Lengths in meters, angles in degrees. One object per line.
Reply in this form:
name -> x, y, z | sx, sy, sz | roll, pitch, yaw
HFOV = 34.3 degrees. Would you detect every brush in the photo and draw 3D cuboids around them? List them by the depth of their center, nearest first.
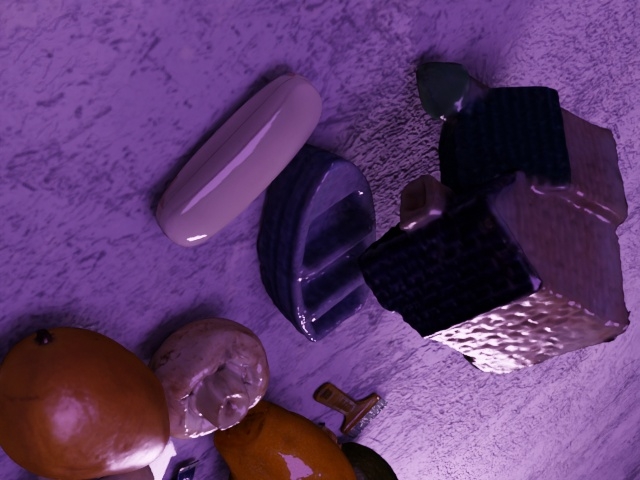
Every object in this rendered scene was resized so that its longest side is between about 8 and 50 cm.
brush -> 0.041, 0.248, 1.556 | 0.082, 0.010, 0.218 | -48, 149, -1

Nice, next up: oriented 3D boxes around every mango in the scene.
mango -> -0.231, 0.170, 1.022 | 0.147, 0.109, 0.227 | -56, 141, -14
mango -> -0.039, 0.340, 1.401 | 0.359, 0.187, 0.144 | 85, 19, -49

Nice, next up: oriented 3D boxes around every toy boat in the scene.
toy boat -> 0.000, 0.000, 1.165 | 0.127, 0.078, 0.283 | -33, 145, -23

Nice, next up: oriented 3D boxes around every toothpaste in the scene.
toothpaste -> -0.191, 0.343, 1.363 | 0.037, 0.021, 0.140 | -17, 136, -52

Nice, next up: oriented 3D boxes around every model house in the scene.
model house -> 0.182, -0.037, 1.177 | 0.243, 0.298, 0.284 | -24, 145, 36

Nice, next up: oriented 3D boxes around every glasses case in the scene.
glasses case -> -0.077, -0.077, 1.006 | 0.204, 0.051, 0.081 | -46, 148, -5

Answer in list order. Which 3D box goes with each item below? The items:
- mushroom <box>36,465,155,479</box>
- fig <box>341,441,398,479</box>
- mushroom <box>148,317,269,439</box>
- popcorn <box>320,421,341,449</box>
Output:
mushroom -> -0.253, 0.286, 1.135 | 0.154, 0.122, 0.154 | -49, -177, 4
fig -> 0.070, 0.449, 1.602 | 0.203, 0.235, 0.203 | -34, 151, -22
mushroom -> -0.125, 0.154, 1.145 | 0.148, 0.112, 0.148 | -27, 135, -32
popcorn -> -0.005, 0.299, 1.520 | 0.084, 0.084, 0.084 | -32, 145, -25
